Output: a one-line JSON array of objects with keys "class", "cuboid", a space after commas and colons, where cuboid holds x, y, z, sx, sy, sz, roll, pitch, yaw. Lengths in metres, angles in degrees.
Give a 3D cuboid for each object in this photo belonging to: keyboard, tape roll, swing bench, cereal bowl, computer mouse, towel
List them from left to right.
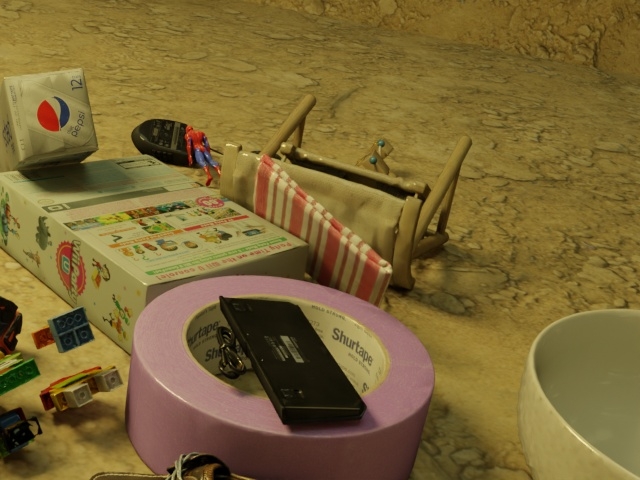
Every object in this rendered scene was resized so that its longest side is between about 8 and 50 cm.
[{"class": "computer mouse", "cuboid": [-0.175, -0.134, 1.497, 0.242, 0.041, 0.071, 14, 47, -10]}, {"class": "keyboard", "cuboid": [-0.042, 0.099, 0.822, 0.108, 0.023, 0.180, 6, 22, -26]}, {"class": "tape roll", "cuboid": [-0.038, 0.133, 0.885, 0.274, 0.090, 0.275, 9, 24, -4]}, {"class": "towel", "cuboid": [0.000, 0.000, 1.078, 0.197, 0.144, 0.029, 42, 68, 13]}, {"class": "swing bench", "cuboid": [0.033, -0.057, 1.262, 0.253, 0.165, 0.254, 19, 30, 17]}, {"class": "cereal bowl", "cuboid": [0.328, 0.200, 0.827, 0.338, 0.141, 0.339, 9, 23, -4]}]

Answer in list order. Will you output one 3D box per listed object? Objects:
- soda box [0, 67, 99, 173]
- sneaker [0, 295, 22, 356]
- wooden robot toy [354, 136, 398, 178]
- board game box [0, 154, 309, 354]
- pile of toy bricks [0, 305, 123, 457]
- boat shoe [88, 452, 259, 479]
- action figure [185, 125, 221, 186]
[{"class": "soda box", "cuboid": [-0.347, -0.135, 1.185, 0.091, 0.098, 0.286, -12, 3, -22]}, {"class": "sneaker", "cuboid": [-0.365, 0.063, 0.846, 0.087, 0.083, 0.221, 3, -21, 24]}, {"class": "wooden robot toy", "cuboid": [0.091, -0.099, 1.526, 0.079, 0.076, 0.173, 46, 23, -8]}, {"class": "board game box", "cuboid": [-0.198, 0.004, 1.097, 0.224, 0.098, 0.303, -14, 33, -43]}, {"class": "pile of toy bricks", "cuboid": [-0.287, 0.121, 0.809, 0.212, 0.118, 0.105, -24, 8, -40]}, {"class": "boat shoe", "cuboid": [-0.094, 0.198, 0.739, 0.183, 0.066, 0.066, 10, 23, -2]}, {"class": "action figure", "cuboid": [-0.179, -0.129, 1.445, 0.038, 0.030, 0.115, -8, 58, -30]}]
